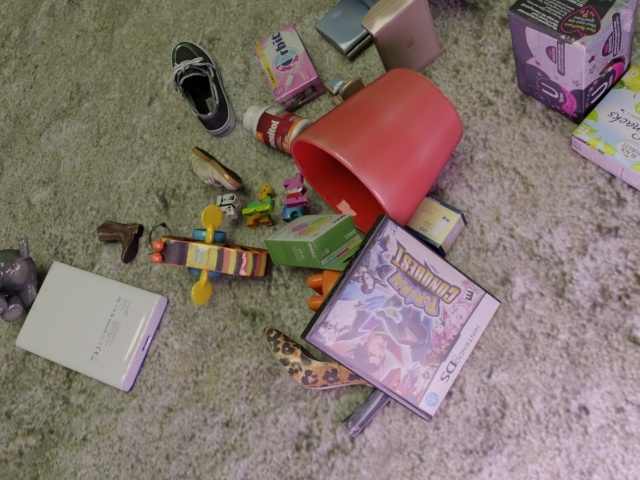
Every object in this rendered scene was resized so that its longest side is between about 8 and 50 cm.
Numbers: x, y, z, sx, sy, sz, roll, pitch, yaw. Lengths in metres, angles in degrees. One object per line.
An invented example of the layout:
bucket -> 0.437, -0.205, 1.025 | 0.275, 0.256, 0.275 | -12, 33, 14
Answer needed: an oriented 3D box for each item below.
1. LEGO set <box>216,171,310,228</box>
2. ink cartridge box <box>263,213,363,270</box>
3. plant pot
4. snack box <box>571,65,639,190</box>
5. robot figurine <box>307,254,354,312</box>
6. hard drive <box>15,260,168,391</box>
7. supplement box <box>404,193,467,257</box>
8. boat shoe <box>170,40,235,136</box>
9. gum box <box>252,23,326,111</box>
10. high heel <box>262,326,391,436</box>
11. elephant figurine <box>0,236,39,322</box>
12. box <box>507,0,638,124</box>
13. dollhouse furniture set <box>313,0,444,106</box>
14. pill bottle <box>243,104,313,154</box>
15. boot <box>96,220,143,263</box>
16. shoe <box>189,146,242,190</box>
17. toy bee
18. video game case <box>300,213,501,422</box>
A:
LEGO set -> -0.109, -0.089, 1.354 | 0.227, 0.087, 0.093 | -8, 64, 25
ink cartridge box -> 0.000, 0.000, 1.212 | 0.109, 0.062, 0.209 | -34, 22, -34
plant pot -> 0.117, -0.174, 1.213 | 0.275, 0.275, 0.243 | 36, 76, 28
snack box -> 0.585, -0.185, 1.133 | 0.174, 0.070, 0.207 | -47, 60, -2
robot figurine -> 0.087, 0.089, 1.181 | 0.220, 0.128, 0.158 | -8, 29, 18
hard drive -> -0.509, 0.182, 1.420 | 0.319, 0.040, 0.210 | 14, 75, 25
supplement box -> 0.218, -0.029, 1.218 | 0.083, 0.056, 0.083 | 33, 84, 28
boat shoe -> -0.301, -0.383, 1.528 | 0.113, 0.105, 0.306 | -26, 63, 9
gum box -> -0.070, -0.390, 1.467 | 0.107, 0.062, 0.188 | -28, 62, 9
high heel -> 0.034, 0.201, 1.169 | 0.261, 0.093, 0.186 | 42, 94, 13
elephant figurine -> -0.775, 0.085, 1.507 | 0.240, 0.169, 0.186 | 17, 47, 41
box -> 0.450, -0.346, 1.147 | 0.142, 0.247, 0.163 | -48, 61, 0
dollhouse furniture set -> 0.065, -0.470, 1.372 | 0.286, 0.198, 0.303 | -40, 61, 2
pill bottle -> -0.092, -0.244, 1.405 | 0.152, 0.086, 0.086 | 25, 80, 28
boot -> -0.475, 0.002, 1.480 | 0.114, 0.037, 0.106 | 5, 58, 19
shoe -> -0.236, -0.147, 1.412 | 0.058, 0.077, 0.219 | -56, 38, 3
toy bee -> -0.262, 0.036, 1.311 | 0.299, 0.162, 0.195 | -12, 88, 21
video game case -> 0.144, 0.134, 1.089 | 0.275, 0.035, 0.248 | 36, 81, -16
